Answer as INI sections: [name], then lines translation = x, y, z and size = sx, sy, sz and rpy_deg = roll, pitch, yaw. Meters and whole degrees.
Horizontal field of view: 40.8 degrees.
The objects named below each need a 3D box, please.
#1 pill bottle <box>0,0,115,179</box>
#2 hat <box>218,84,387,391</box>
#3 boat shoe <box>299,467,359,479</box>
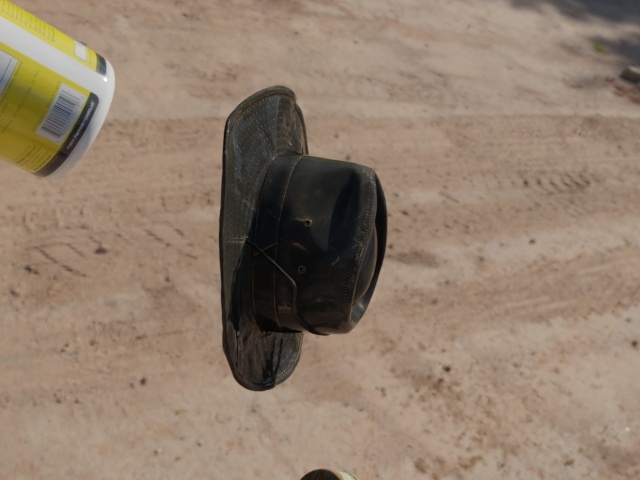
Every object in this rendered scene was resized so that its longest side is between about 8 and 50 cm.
[pill bottle]
translation = -0.245, -0.124, 0.598
size = 0.184, 0.103, 0.103
rpy_deg = 29, 24, -34
[hat]
translation = 0.000, 0.000, 0.922
size = 0.134, 0.331, 0.331
rpy_deg = 2, 26, 19
[boat shoe]
translation = 0.038, 0.400, 0.960
size = 0.089, 0.105, 0.285
rpy_deg = 25, 54, -55
